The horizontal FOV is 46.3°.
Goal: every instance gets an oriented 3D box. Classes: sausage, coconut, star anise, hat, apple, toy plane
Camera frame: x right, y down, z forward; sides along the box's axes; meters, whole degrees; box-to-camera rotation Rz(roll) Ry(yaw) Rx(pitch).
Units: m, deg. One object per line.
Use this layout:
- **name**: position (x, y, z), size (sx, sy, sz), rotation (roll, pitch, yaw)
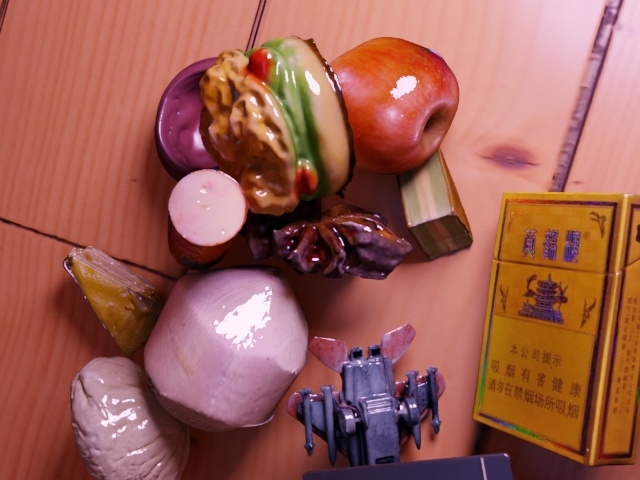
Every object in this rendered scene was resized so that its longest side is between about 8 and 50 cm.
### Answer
- **sausage**: position (-0.161, -0.013, 1.005), size (0.093, 0.312, 0.092), rotation (2, 80, -12)
- **coconut**: position (-0.119, 0.135, 1.028), size (0.224, 0.224, 0.233), rotation (24, 97, 18)
- **star anise**: position (-0.005, -0.003, 1.014), size (0.220, 0.214, 0.098), rotation (39, 125, 56)
- **hat**: position (-0.151, -0.167, 1.111), size (0.206, 0.089, 0.205), rotation (-2, 81, 15)
- **apple**: position (0.080, -0.179, 0.995), size (0.199, 0.199, 0.199), rotation (-1, 87, 18)
- **toy plane**: position (0.075, 0.281, 0.994), size (0.223, 0.104, 0.326), rotation (-6, 82, -14)

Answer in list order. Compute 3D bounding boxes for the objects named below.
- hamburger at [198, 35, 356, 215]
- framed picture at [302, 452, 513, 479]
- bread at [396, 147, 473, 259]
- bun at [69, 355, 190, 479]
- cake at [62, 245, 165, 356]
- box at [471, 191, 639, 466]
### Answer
- **hamburger**: position (-0.071, -0.141, 0.940), size (0.149, 0.237, 0.237), rotation (-21, 79, -18)
- **framed picture**: position (0.125, 0.437, 0.887), size (0.265, 0.016, 0.346), rotation (-13, 82, 20)
- **bread**: position (0.155, -0.058, 1.044), size (0.074, 0.084, 0.139), rotation (-22, 50, 17)
- **bun**: position (-0.266, 0.256, 1.071), size (0.134, 0.220, 0.220), rotation (-28, 79, -3)
- **cake**: position (-0.326, 0.095, 1.175), size (0.185, 0.080, 0.116), rotation (23, 107, 8)
- **box**: position (0.294, 0.094, 0.902), size (0.193, 0.084, 0.301), rotation (8, 90, 59)
